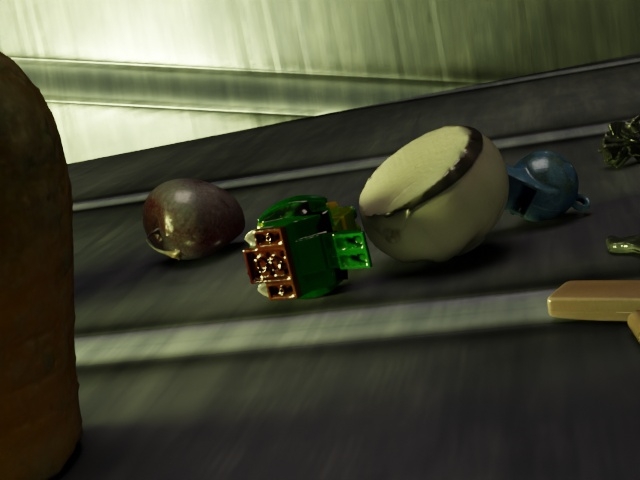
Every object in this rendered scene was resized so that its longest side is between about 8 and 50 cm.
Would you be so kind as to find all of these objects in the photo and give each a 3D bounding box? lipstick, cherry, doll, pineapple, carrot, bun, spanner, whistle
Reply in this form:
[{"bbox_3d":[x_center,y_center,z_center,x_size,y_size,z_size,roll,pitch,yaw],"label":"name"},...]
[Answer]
[{"bbox_3d":[0.253,0.075,0.915,0.019,0.019,0.094,-10,12,6],"label":"lipstick"},{"bbox_3d":[-0.155,-0.020,1.587,0.148,0.115,0.188,28,-5,-35],"label":"cherry"},{"bbox_3d":[-0.008,0.002,1.293,0.134,0.106,0.186,-14,11,8],"label":"doll"},{"bbox_3d":[0.459,-0.145,1.634,0.159,0.074,0.074,-15,12,-3],"label":"pineapple"},{"bbox_3d":[-0.292,0.028,0.902,0.224,0.341,0.224,-7,13,2],"label":"carrot"},{"bbox_3d":[0.134,-0.040,1.322,0.172,0.120,0.173,-31,24,15],"label":"bun"},{"bbox_3d":[0.336,0.018,1.108,0.054,0.015,0.254,-13,12,-9],"label":"spanner"},{"bbox_3d":[0.245,-0.072,1.407,0.158,0.090,0.090,26,20,8],"label":"whistle"}]

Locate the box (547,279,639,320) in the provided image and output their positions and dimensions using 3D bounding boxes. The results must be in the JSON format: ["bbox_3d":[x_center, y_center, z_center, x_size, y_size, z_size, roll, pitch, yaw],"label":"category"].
[{"bbox_3d":[0.252,0.052,1.010,0.115,0.025,0.048,-2,20,39],"label":"box"}]
